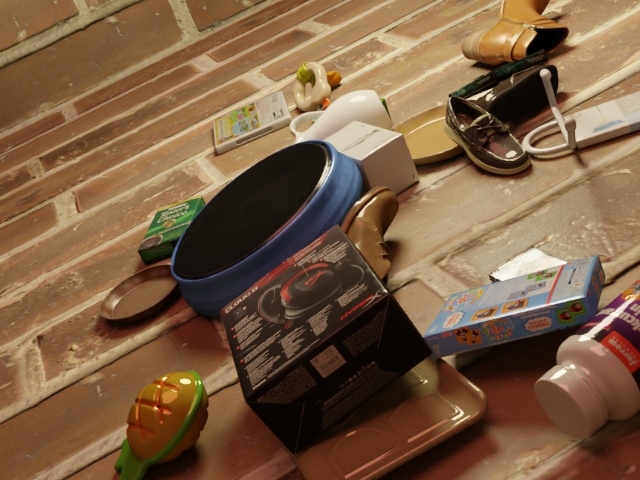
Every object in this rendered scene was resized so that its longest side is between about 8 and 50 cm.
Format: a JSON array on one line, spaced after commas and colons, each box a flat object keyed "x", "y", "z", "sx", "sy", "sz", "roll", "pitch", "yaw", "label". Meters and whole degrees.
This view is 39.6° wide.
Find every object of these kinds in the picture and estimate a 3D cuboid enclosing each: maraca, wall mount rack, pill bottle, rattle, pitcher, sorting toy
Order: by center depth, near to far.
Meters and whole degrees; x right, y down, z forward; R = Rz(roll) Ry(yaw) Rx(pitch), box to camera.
[{"x": 0.333, "y": 0.131, "z": 0.987, "sx": 0.193, "sy": 0.108, "sz": 0.108, "roll": -35, "pitch": 28, "yaw": -20, "label": "pill bottle"}, {"x": 0.054, "y": 0.213, "z": 1.153, "sx": 0.229, "sy": 0.041, "sz": 0.307, "roll": -30, "pitch": 24, "yaw": -11, "label": "sorting toy"}, {"x": -0.224, "y": 0.260, "z": 1.228, "sx": 0.186, "sy": 0.099, "sz": 0.127, "roll": -51, "pitch": 25, "yaw": 5, "label": "maraca"}, {"x": 0.505, "y": -0.236, "z": 1.496, "sx": 0.350, "sy": 0.130, "sz": 0.304, "roll": -18, "pitch": 27, "yaw": 13, "label": "wall mount rack"}, {"x": 0.036, "y": -0.248, "z": 1.894, "sx": 0.207, "sy": 0.125, "sz": 0.178, "roll": -28, "pitch": 45, "yaw": 7, "label": "pitcher"}, {"x": 0.020, "y": -0.357, "z": 2.229, "sx": 0.130, "sy": 0.142, "sz": 0.200, "roll": -54, "pitch": 42, "yaw": 10, "label": "rattle"}]

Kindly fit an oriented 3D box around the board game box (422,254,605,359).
[{"x": 0.251, "y": 0.085, "z": 1.144, "sx": 0.211, "sy": 0.039, "sz": 0.160, "roll": -17, "pitch": 10, "yaw": 27, "label": "board game box"}]

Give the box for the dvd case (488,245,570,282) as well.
[{"x": 0.308, "y": 0.050, "z": 1.263, "sx": 0.087, "sy": 0.013, "sz": 0.119, "roll": -31, "pitch": 27, "yaw": -14, "label": "dvd case"}]

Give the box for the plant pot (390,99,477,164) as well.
[{"x": 0.238, "y": -0.212, "z": 1.780, "sx": 0.236, "sy": 0.032, "sz": 0.236, "roll": -20, "pitch": 26, "yaw": 10, "label": "plant pot"}]

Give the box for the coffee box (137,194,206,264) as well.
[{"x": -0.310, "y": -0.025, "z": 1.875, "sx": 0.113, "sy": 0.040, "sz": 0.184, "roll": -16, "pitch": 28, "yaw": 16, "label": "coffee box"}]

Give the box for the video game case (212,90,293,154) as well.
[{"x": -0.180, "y": -0.309, "z": 2.309, "sx": 0.206, "sy": 0.026, "sz": 0.227, "roll": -23, "pitch": 27, "yaw": 3, "label": "video game case"}]

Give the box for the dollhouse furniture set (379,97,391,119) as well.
[{"x": 0.078, "y": -0.269, "z": 1.985, "sx": 0.151, "sy": 0.059, "sz": 0.076, "roll": -8, "pitch": 30, "yaw": 30, "label": "dollhouse furniture set"}]

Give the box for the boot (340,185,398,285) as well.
[{"x": 0.075, "y": 0.028, "z": 1.427, "sx": 0.115, "sy": 0.112, "sz": 0.305, "roll": 14, "pitch": 46, "yaw": 23, "label": "boot"}]

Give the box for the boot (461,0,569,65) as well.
[{"x": 0.478, "y": -0.494, "z": 2.010, "sx": 0.283, "sy": 0.109, "sz": 0.220, "roll": -36, "pitch": 28, "yaw": -18, "label": "boot"}]

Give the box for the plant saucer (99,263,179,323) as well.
[{"x": -0.334, "y": 0.105, "z": 1.672, "sx": 0.168, "sy": 0.029, "sz": 0.168, "roll": -18, "pitch": 26, "yaw": 10, "label": "plant saucer"}]

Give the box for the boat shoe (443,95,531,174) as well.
[{"x": 0.294, "y": -0.194, "z": 1.613, "sx": 0.080, "sy": 0.073, "sz": 0.223, "roll": -30, "pitch": 41, "yaw": -11, "label": "boat shoe"}]

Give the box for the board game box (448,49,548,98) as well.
[{"x": 0.362, "y": -0.333, "z": 1.811, "sx": 0.186, "sy": 0.026, "sz": 0.126, "roll": -26, "pitch": 2, "yaw": -39, "label": "board game box"}]

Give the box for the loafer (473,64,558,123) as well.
[{"x": 0.377, "y": -0.291, "z": 1.721, "sx": 0.220, "sy": 0.080, "sz": 0.078, "roll": -26, "pitch": 32, "yaw": -32, "label": "loafer"}]

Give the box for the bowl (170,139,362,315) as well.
[{"x": -0.106, "y": -0.034, "z": 1.590, "sx": 0.391, "sy": 0.077, "sz": 0.391, "roll": -31, "pitch": 26, "yaw": 17, "label": "bowl"}]

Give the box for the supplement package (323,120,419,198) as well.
[{"x": 0.088, "y": -0.151, "z": 1.708, "sx": 0.105, "sy": 0.105, "sz": 0.179, "roll": -33, "pitch": 28, "yaw": -18, "label": "supplement package"}]

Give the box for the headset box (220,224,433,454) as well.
[{"x": -0.008, "y": 0.113, "z": 1.191, "sx": 0.218, "sy": 0.110, "sz": 0.293, "roll": -37, "pitch": 24, "yaw": 1, "label": "headset box"}]
